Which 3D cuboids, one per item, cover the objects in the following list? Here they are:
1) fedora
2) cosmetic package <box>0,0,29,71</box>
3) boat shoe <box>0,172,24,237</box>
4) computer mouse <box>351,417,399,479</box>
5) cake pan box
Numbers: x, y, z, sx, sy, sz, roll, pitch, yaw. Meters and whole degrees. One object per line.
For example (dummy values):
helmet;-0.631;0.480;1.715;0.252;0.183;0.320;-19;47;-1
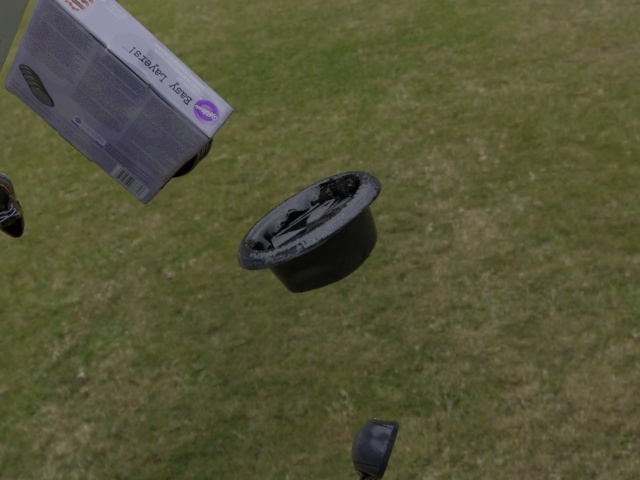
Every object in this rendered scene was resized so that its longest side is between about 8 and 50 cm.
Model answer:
fedora;0.000;0.000;1.625;0.334;0.152;0.334;-27;22;12
cosmetic package;-0.707;-0.411;1.251;0.329;0.393;0.327;24;2;9
boat shoe;-0.551;-0.059;1.371;0.066;0.183;0.066;-30;74;-11
computer mouse;0.069;0.370;1.266;0.060;0.262;0.184;19;79;7
cake pan box;-0.264;-0.181;1.014;0.070;0.267;0.246;-56;13;-31
